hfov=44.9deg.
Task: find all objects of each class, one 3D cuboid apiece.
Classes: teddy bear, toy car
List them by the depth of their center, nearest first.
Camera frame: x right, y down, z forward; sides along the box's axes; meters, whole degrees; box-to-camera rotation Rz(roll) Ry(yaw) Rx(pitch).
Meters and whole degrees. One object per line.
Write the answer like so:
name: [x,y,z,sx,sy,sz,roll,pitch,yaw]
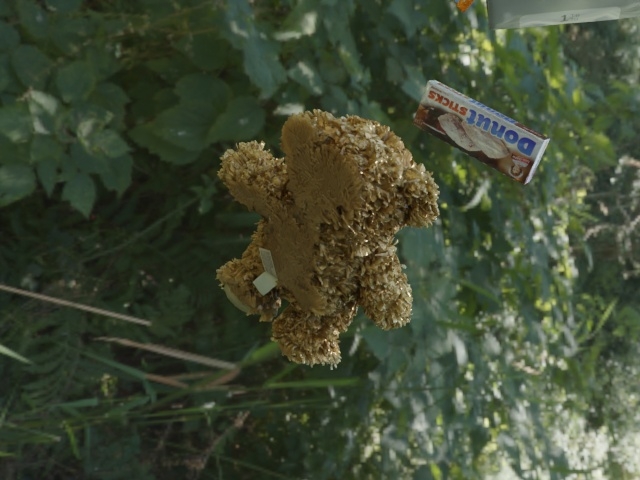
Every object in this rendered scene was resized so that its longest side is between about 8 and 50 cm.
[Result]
teddy bear: [0.000,0.000,0.795,0.113,0.245,0.338,-34,144,-40]
toy car: [0.233,-0.393,1.150,0.041,0.122,0.060,28,50,-19]

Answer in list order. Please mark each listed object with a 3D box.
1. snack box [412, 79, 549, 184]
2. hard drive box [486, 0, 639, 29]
snack box: [0.203,-0.142,1.001,0.022,0.178,0.064,-19,135,-50]
hard drive box: [0.200,-0.275,0.528,0.089,0.181,0.232,48,42,-70]
